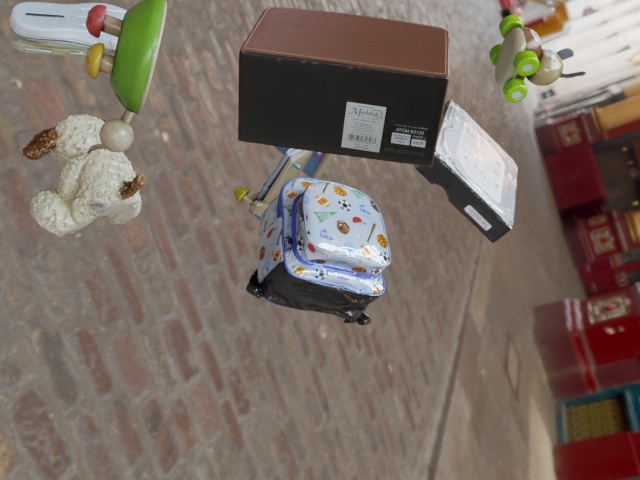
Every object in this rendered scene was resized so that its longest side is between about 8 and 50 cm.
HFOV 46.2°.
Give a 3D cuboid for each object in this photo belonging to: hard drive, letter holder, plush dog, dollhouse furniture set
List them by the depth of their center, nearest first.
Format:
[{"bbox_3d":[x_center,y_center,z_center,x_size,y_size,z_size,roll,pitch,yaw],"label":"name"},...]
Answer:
[{"bbox_3d":[0.040,-0.252,1.178,0.214,0.301,0.152,-78,175,-53],"label":"letter holder"},{"bbox_3d":[-0.473,-0.158,1.550,0.262,0.210,0.225,-19,78,-52],"label":"plush dog"},{"bbox_3d":[0.331,-0.164,1.646,0.237,0.064,0.339,43,30,-8],"label":"hard drive"},{"bbox_3d":[-0.090,-0.244,1.802,0.198,0.286,0.303,40,37,6],"label":"dollhouse furniture set"}]

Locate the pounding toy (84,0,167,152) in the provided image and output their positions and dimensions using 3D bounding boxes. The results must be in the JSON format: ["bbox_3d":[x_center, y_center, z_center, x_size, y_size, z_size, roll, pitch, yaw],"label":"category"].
[{"bbox_3d":[-0.322,-0.276,1.172,0.110,0.237,0.183,13,30,-19],"label":"pounding toy"}]

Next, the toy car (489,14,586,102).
[{"bbox_3d":[0.494,-0.402,1.674,0.149,0.188,0.155,101,-14,-51],"label":"toy car"}]

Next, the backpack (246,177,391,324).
[{"bbox_3d":[0.000,0.000,1.466,0.276,0.213,0.263,19,39,-31],"label":"backpack"}]

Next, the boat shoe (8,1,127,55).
[{"bbox_3d":[-0.522,-0.454,1.638,0.302,0.094,0.109,0,65,-29],"label":"boat shoe"}]
